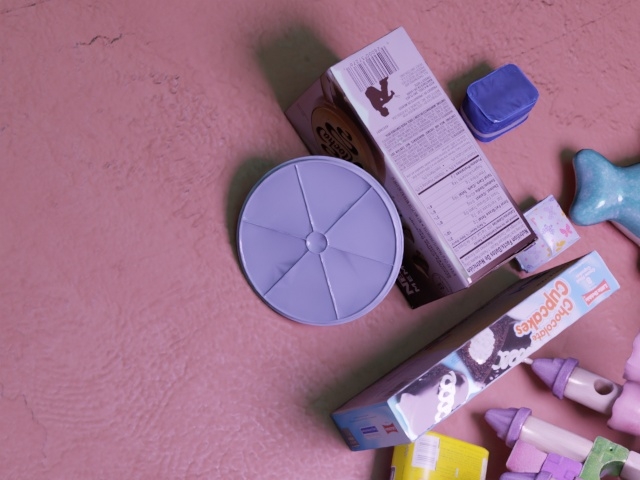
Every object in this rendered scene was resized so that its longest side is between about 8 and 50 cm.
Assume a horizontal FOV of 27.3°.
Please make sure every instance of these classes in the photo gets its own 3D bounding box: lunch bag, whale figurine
[{"bbox_3d":[0.276,-0.006,1.675,0.083,0.053,0.071,-32,88,-13],"label":"lunch bag"},{"bbox_3d":[0.458,-0.052,1.700,0.272,0.141,0.216,13,75,-16],"label":"whale figurine"},{"bbox_3d":[0.229,-0.176,1.690,0.098,0.065,0.067,-29,73,-21],"label":"lunch bag"}]

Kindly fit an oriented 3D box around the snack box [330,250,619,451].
[{"bbox_3d":[0.178,0.131,1.538,0.322,0.187,0.060,-33,90,-22],"label":"snack box"}]

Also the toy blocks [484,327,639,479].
[{"bbox_3d":[0.302,0.277,1.557,0.260,0.309,0.288,21,56,18],"label":"toy blocks"}]

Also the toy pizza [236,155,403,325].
[{"bbox_3d":[0.000,0.000,1.541,0.201,0.032,0.201,3,100,15],"label":"toy pizza"}]

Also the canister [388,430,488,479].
[{"bbox_3d":[0.130,0.315,1.533,0.126,0.073,0.169,22,69,-30],"label":"canister"}]

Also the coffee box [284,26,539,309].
[{"bbox_3d":[0.105,-0.080,1.570,0.119,0.168,0.297,-33,91,-23],"label":"coffee box"}]
